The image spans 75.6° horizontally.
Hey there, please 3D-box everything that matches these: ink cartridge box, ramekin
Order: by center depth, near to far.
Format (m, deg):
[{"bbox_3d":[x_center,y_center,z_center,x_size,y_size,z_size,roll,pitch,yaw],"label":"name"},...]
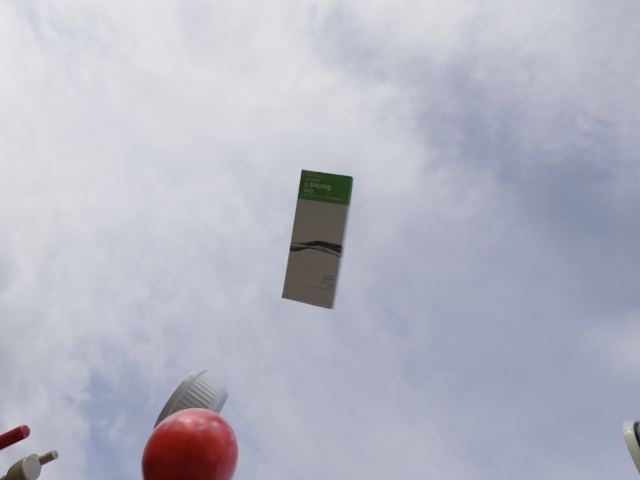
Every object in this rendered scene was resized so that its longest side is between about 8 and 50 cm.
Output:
[{"bbox_3d":[0.000,0.000,0.739,0.093,0.160,0.219,9,-92,4],"label":"ink cartridge box"},{"bbox_3d":[-0.346,0.466,1.138,0.109,0.207,0.207,29,-71,8],"label":"ramekin"}]

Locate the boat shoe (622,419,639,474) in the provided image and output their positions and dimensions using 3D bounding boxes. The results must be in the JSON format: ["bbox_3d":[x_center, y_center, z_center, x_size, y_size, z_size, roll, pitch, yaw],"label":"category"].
[{"bbox_3d":[0.303,0.212,0.255,0.079,0.084,0.233,-54,-131,29],"label":"boat shoe"}]

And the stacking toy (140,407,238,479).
[{"bbox_3d":[-0.132,0.297,0.314,0.141,0.330,0.141,1,-46,1],"label":"stacking toy"}]

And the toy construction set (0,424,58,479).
[{"bbox_3d":[-0.529,0.469,0.593,0.237,0.257,0.308,-24,-127,-4],"label":"toy construction set"}]
